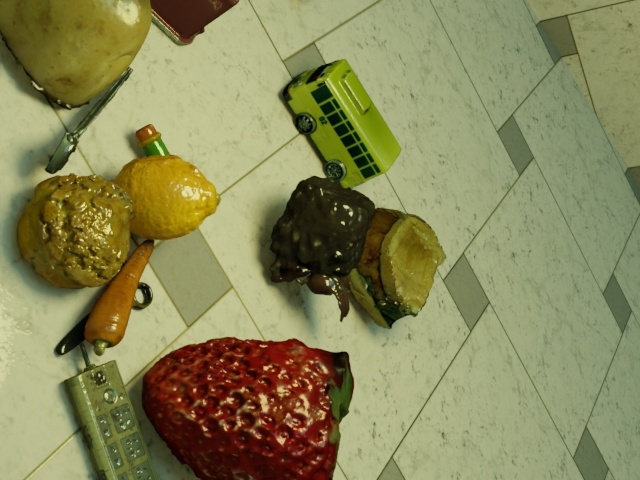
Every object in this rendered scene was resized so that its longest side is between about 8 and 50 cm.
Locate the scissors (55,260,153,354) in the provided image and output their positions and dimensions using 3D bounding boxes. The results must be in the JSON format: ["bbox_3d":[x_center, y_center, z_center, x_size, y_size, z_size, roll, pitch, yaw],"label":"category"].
[{"bbox_3d":[-0.343,0.114,1.540,0.088,0.017,0.220,59,38,-14],"label":"scissors"}]

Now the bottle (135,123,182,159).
[{"bbox_3d":[-0.263,-0.115,1.708,0.187,0.069,0.069,61,37,-12],"label":"bottle"}]

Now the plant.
[{"bbox_3d":[0.000,0.000,1.881,0.178,0.204,0.234,-41,151,-68],"label":"plant"}]

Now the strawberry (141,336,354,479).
[{"bbox_3d":[-0.109,0.292,1.585,0.292,0.309,0.292,-2,90,-78],"label":"strawberry"}]

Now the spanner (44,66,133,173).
[{"bbox_3d":[-0.376,-0.202,1.603,0.026,0.093,0.325,35,39,-12],"label":"spanner"}]

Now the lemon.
[{"bbox_3d":[-0.257,-0.071,1.614,0.142,0.187,0.142,-176,-90,-90],"label":"lemon"}]

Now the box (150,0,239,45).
[{"bbox_3d":[-0.269,-0.534,1.821,0.294,0.167,0.193,43,42,-31],"label":"box"}]

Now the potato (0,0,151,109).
[{"bbox_3d":[-0.386,-0.374,1.560,0.242,0.242,0.286,-13,81,-53],"label":"potato"}]

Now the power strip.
[{"bbox_3d":[-0.317,0.280,1.476,0.092,0.034,0.268,-19,88,-53],"label":"power strip"}]

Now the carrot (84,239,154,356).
[{"bbox_3d":[-0.310,0.075,1.542,0.061,0.061,0.257,46,38,-28],"label":"carrot"}]

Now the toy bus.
[{"bbox_3d":[0.050,-0.255,2.105,0.262,0.150,0.128,56,37,-16],"label":"toy bus"}]

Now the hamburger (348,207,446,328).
[{"bbox_3d":[0.150,0.039,2.105,0.211,0.132,0.309,56,38,-16],"label":"hamburger"}]

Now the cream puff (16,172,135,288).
[{"bbox_3d":[-0.360,-0.018,1.489,0.189,0.129,0.189,24,59,-46],"label":"cream puff"}]
